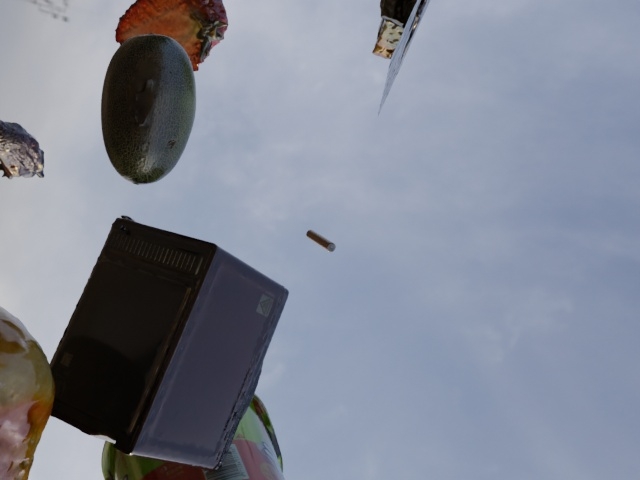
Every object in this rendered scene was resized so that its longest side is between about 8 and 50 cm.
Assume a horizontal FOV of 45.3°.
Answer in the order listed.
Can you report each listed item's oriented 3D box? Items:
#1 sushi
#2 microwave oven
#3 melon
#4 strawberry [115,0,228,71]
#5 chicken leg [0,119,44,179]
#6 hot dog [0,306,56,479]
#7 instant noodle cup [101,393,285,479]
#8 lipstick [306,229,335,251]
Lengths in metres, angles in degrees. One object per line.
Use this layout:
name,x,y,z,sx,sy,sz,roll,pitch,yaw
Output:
sushi,0.119,-0.355,1.035,0.339,0.069,0.320,51,64,-87
microwave oven,-0.177,0.122,0.892,0.178,0.188,0.247,15,-102,30
melon,-0.184,-0.140,0.823,0.099,0.099,0.162,14,-81,56
strawberry,-0.243,-0.379,1.349,0.236,0.107,0.175,34,-60,29
chicken leg,-0.622,-0.183,1.551,0.063,0.105,0.234,62,-11,21
hot dog,-0.430,0.254,0.761,0.185,0.223,0.405,32,-72,34
instant noodle cup,-0.158,0.378,1.082,0.308,0.294,0.293,-145,-111,-69
lipstick,0.000,0.000,1.432,0.094,0.019,0.019,32,-72,60
